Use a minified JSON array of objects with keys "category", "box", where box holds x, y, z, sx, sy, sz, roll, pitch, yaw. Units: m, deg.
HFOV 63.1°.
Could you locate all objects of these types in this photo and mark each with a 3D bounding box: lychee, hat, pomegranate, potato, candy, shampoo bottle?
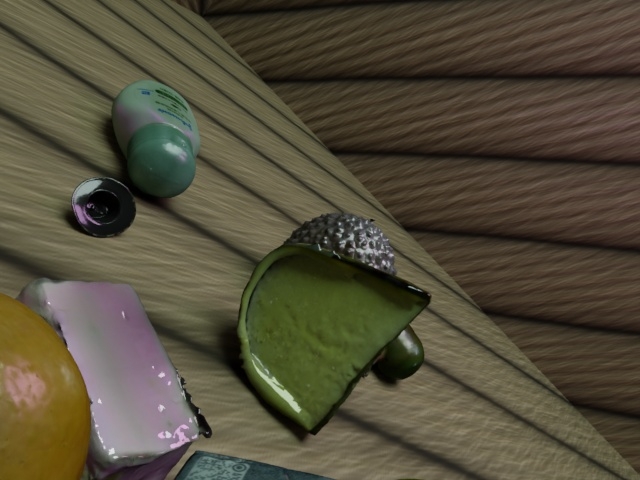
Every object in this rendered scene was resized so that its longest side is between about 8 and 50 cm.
[{"category":"lychee","box":[0.028,0.071,1.210,0.300,0.300,0.300,38,20,-17]},{"category":"hat","box":[-0.401,-0.059,0.953,0.050,0.121,0.121,5,-12,43]},{"category":"pomegranate","box":[0.166,0.278,1.304,0.191,0.131,0.152,-11,60,-40]},{"category":"potato","box":[-0.004,0.145,1.002,0.280,0.330,0.213,39,1,6]},{"category":"candy","box":[-0.271,0.175,0.646,0.265,0.116,0.155,53,22,24]},{"category":"shampoo bottle","box":[-0.379,-0.233,1.223,0.222,0.151,0.349,31,24,-37]}]

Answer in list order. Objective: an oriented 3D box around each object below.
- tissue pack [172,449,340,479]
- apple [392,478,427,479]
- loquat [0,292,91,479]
[{"category":"tissue pack","box":[-0.092,0.353,0.513,0.228,0.103,0.315,7,17,11]},{"category":"apple","box":[0.121,0.448,0.694,0.246,0.226,0.246,36,23,-18]},{"category":"loquat","box":[-0.312,0.159,0.390,0.263,0.263,0.263,38,20,-17]}]
